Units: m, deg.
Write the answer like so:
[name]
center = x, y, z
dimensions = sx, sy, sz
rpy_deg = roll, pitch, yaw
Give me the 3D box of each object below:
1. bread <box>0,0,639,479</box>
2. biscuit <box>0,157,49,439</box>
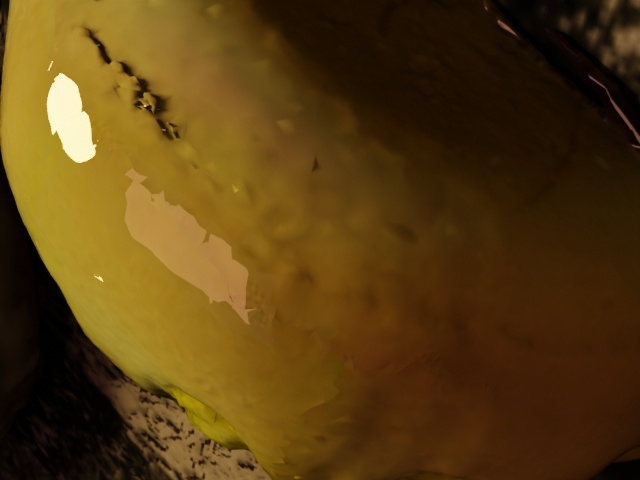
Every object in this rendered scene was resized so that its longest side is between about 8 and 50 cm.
[bread]
center = -0.013, -0.006, 0.390
dimensions = 0.260, 0.156, 0.158
rpy_deg = 48, 136, 15
[biscuit]
center = -0.282, -0.012, 0.697
dimensions = 0.332, 0.103, 0.332
rpy_deg = 23, 125, 36
